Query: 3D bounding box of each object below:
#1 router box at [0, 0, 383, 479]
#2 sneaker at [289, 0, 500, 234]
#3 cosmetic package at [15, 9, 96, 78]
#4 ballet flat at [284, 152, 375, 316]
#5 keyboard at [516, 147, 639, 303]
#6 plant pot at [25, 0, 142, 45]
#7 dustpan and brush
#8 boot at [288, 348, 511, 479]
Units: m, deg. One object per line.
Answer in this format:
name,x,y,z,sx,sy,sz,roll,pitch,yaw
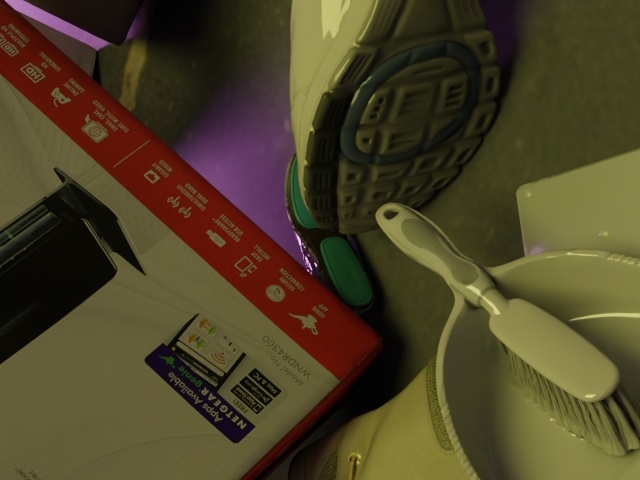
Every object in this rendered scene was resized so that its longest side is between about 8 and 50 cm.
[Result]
router box,-0.184,0.049,0.849,0.335,0.301,0.082,41,142,9
sneaker,0.032,-0.144,0.841,0.129,0.111,0.297,-130,42,-52
cosmetic package,-0.329,-0.097,1.164,0.224,0.224,0.138,-24,51,46
ballet flat,0.000,0.000,0.933,0.041,0.041,0.114,-41,58,41
keyboard,0.191,-0.020,0.728,0.256,0.014,0.072,-18,69,48
plant pot,-0.215,-0.327,1.034,0.323,0.323,0.280,33,96,46
dustpan and brush,0.096,0.043,0.751,0.147,0.060,0.211,-41,41,-8
boot,0.074,0.168,0.808,0.165,0.077,0.213,-44,56,36
